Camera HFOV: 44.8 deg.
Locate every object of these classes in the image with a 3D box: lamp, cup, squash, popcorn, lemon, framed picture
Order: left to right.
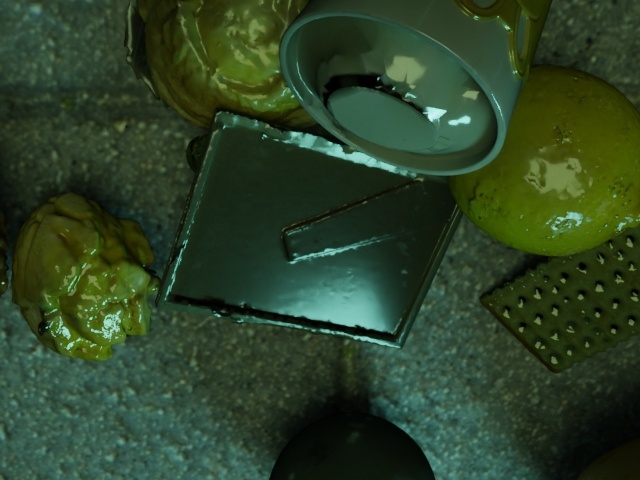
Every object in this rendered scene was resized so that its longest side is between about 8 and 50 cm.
[{"bbox_3d":[-0.226,0.038,0.741,0.148,0.152,0.167,32,132,15],"label":"popcorn"},{"bbox_3d":[-0.050,-0.049,0.755,0.183,0.052,0.052,31,105,-25],"label":"squash"},{"bbox_3d":[0.000,0.000,0.759,0.281,0.019,0.208,14,110,-25],"label":"framed picture"},{"bbox_3d":[0.056,0.331,0.839,0.182,0.182,0.313,-20,111,4],"label":"lamp"},{"bbox_3d":[0.076,-0.201,0.604,0.241,0.185,0.226,43,65,-31],"label":"cup"},{"bbox_3d":[0.201,-0.075,0.707,0.206,0.173,0.173,23,108,11],"label":"lemon"}]

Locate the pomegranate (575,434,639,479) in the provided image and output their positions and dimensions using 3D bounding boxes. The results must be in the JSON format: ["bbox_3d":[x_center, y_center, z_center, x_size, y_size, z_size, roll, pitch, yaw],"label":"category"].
[{"bbox_3d":[0.423,0.373,0.764,0.412,0.411,0.411,-1,110,-3],"label":"pomegranate"}]

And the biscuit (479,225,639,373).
[{"bbox_3d":[0.294,0.052,0.792,0.139,0.016,0.231,43,125,-15],"label":"biscuit"}]

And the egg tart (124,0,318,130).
[{"bbox_3d":[-0.061,-0.200,0.688,0.252,0.098,0.232,-39,104,14],"label":"egg tart"}]

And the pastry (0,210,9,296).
[{"bbox_3d":[-0.421,0.016,0.700,0.311,0.162,0.255,-42,93,7],"label":"pastry"}]
